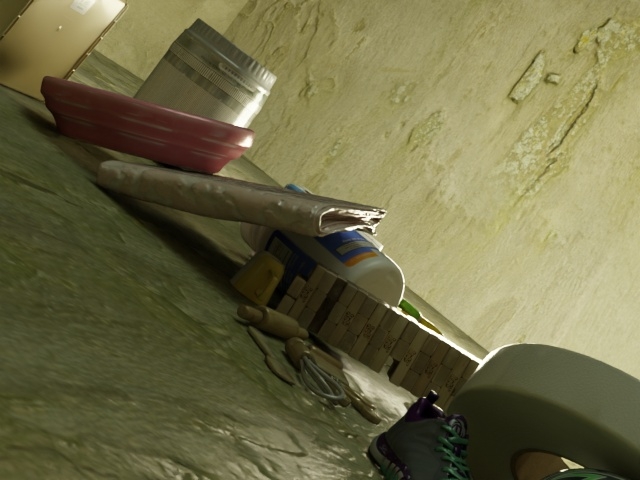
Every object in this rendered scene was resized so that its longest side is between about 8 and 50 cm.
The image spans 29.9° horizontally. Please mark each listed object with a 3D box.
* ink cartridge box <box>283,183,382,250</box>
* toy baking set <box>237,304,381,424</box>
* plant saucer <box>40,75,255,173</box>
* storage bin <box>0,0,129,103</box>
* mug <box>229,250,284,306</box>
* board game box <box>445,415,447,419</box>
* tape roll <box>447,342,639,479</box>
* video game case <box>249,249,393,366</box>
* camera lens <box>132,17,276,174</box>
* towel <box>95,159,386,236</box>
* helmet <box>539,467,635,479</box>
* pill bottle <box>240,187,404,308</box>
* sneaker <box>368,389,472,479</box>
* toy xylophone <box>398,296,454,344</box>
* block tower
[{"bbox_3d":[0.000,0.000,2.409,0.223,0.129,0.307,37,4,3],"label":"ink cartridge box"},{"bbox_3d":[-0.014,0.142,1.448,0.197,0.030,0.256,40,5,35],"label":"toy baking set"},{"bbox_3d":[-0.269,-0.172,1.838,0.332,0.084,0.332,15,5,-1],"label":"plant saucer"},{"bbox_3d":[-0.450,-0.367,1.884,0.123,0.260,0.262,42,5,13],"label":"storage bin"},{"bbox_3d":[-0.078,0.053,1.658,0.078,0.064,0.062,40,5,34],"label":"mug"},{"bbox_3d":[0.245,0.319,1.611,0.259,0.039,0.124,40,4,11],"label":"board game box"},{"bbox_3d":[0.310,0.270,1.289,0.392,0.072,0.392,34,-26,19],"label":"tape roll"},{"bbox_3d":[0.022,0.118,2.036,0.285,0.025,0.204,40,5,33],"label":"video game case"},{"bbox_3d":[-0.246,-0.275,2.396,0.219,0.274,0.219,37,5,-3],"label":"camera lens"},{"bbox_3d":[-0.103,-0.056,1.714,0.331,0.053,0.317,11,3,20],"label":"towel"},{"bbox_3d":[0.256,0.294,1.122,0.169,0.161,0.169,37,4,-3],"label":"helmet"},{"bbox_3d":[-0.007,0.030,1.891,0.272,0.152,0.152,41,6,39],"label":"pill bottle"},{"bbox_3d":[0.119,0.223,1.194,0.083,0.098,0.224,35,5,-25],"label":"sneaker"},{"bbox_3d":[0.177,0.169,2.067,0.322,0.081,0.236,45,-5,-24],"label":"toy xylophone"},{"bbox_3d":[0.102,0.147,1.697,0.335,0.091,0.097,31,3,0],"label":"block tower"}]
